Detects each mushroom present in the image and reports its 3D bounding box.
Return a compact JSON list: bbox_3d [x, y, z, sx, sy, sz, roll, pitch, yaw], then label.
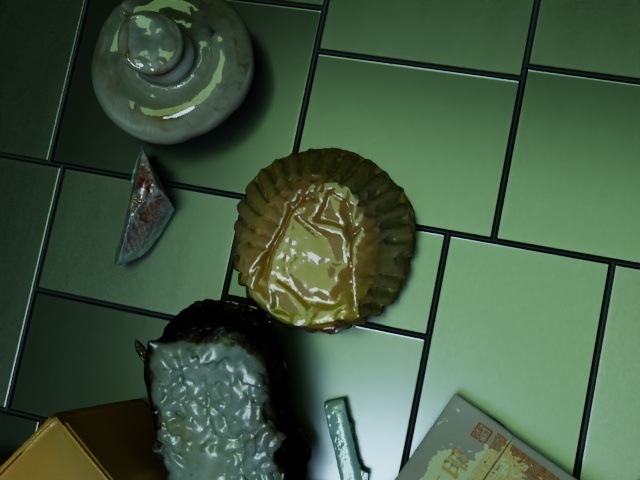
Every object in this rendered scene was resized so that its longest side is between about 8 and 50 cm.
[{"bbox_3d":[-0.221,-0.264,1.217,0.244,0.243,0.243,-1,83,10],"label":"mushroom"}]

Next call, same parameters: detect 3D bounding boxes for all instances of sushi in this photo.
[{"bbox_3d":[-0.105,0.250,1.125,0.197,0.182,0.343,-2,105,25],"label":"sushi"}]

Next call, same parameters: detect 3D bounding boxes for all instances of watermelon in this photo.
[{"bbox_3d":[-0.266,-0.047,1.271,0.081,0.094,0.180,12,100,9],"label":"watermelon"}]

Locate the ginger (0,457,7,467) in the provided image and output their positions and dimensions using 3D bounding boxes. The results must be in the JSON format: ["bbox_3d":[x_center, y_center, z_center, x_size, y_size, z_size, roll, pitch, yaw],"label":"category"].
[{"bbox_3d":[-0.483,0.469,1.205,0.165,0.172,0.321,-29,79,46],"label":"ginger"}]

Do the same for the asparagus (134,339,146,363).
[{"bbox_3d":[-0.237,0.217,1.263,0.016,0.016,0.162,-35,78,24],"label":"asparagus"}]

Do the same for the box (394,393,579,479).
[{"bbox_3d":[0.267,0.385,1.094,0.365,0.051,0.204,34,84,22],"label":"box"}]

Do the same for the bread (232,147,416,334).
[{"bbox_3d":[0.000,0.000,1.182,0.274,0.149,0.273,0,88,6],"label":"bread"}]

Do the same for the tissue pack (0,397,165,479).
[{"bbox_3d":[-0.312,0.333,1.130,0.194,0.274,0.145,-44,78,3],"label":"tissue pack"}]

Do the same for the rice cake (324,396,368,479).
[{"bbox_3d":[0.043,0.309,1.191,0.042,0.030,0.180,-14,81,7],"label":"rice cake"}]
